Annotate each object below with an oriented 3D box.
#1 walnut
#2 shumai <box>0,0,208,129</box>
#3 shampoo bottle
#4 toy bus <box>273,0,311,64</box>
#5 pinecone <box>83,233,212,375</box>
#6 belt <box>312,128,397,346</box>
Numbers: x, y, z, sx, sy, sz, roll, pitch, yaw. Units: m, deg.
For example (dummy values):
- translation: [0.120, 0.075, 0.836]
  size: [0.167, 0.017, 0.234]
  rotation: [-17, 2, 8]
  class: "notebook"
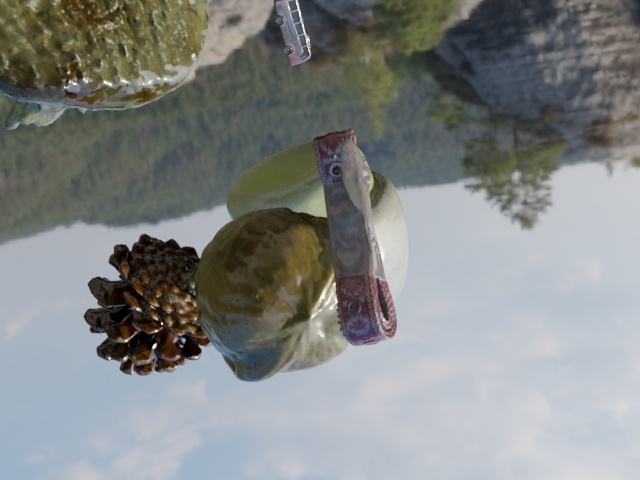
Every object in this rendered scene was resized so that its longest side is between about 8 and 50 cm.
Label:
- translation: [-0.067, 0.073, 1.366]
  size: [0.227, 0.283, 0.283]
  rotation: [31, 168, -25]
  class: "walnut"
- translation: [-0.387, -0.294, 1.351]
  size: [0.398, 0.324, 0.323]
  rotation: [-1, 166, -31]
  class: "shumai"
- translation: [0.000, 0.000, 1.746]
  size: [0.322, 0.317, 0.322]
  rotation: [-21, -159, 8]
  class: "shampoo bottle"
- translation: [-0.051, -0.384, 1.744]
  size: [0.052, 0.130, 0.037]
  rotation: [-15, -143, 1]
  class: "toy bus"
- translation: [-0.314, 0.135, 1.774]
  size: [0.264, 0.264, 0.264]
  rotation: [-8, -174, 1]
  class: "pinecone"
- translation: [0.037, -0.002, 1.040]
  size: [0.053, 0.232, 0.071]
  rotation: [-13, 171, 26]
  class: "belt"
